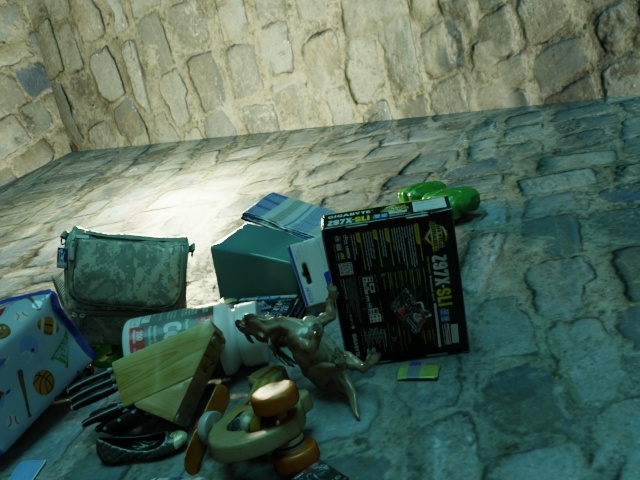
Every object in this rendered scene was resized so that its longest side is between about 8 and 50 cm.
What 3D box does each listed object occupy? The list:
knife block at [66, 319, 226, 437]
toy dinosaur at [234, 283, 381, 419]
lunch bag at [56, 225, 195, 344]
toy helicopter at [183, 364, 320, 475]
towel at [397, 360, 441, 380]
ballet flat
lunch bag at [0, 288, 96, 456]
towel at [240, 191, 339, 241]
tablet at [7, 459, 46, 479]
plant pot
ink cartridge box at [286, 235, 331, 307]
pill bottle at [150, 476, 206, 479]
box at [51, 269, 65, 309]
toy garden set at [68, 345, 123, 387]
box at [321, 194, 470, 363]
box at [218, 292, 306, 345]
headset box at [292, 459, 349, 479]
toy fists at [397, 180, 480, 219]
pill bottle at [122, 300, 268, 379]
[{"bbox_3d":[-0.348,0.259,1.490,0.242,0.088,0.276,19,72,16],"label":"knife block"},{"bbox_3d":[-0.013,0.226,1.485,0.127,0.296,0.200,-22,-18,-49],"label":"toy dinosaur"},{"bbox_3d":[-0.462,0.096,1.803,0.304,0.256,0.213,5,25,-14],"label":"lunch bag"},{"bbox_3d":[-0.126,0.317,1.409,0.234,0.140,0.355,-19,9,6],"label":"toy helicopter"},{"bbox_3d":[0.196,0.259,1.505,0.083,0.010,0.060,-5,22,17],"label":"towel"},{"bbox_3d":[-0.332,0.378,1.409,0.173,0.049,0.057,-11,22,1],"label":"ballet flat"},{"bbox_3d":[-0.745,0.281,1.612,0.385,0.239,0.328,-12,23,33],"label":"lunch bag"},{"bbox_3d":[-0.051,-0.062,2.080,0.284,0.034,0.209,18,28,17],"label":"towel"},{"bbox_3d":[-0.556,0.440,1.424,0.054,0.006,0.083,-7,22,10],"label":"tablet"},{"bbox_3d":[-0.129,0.069,1.955,0.234,0.166,0.165,6,27,32],"label":"plant pot"},{"bbox_3d":[0.092,0.050,1.878,0.332,0.166,0.065,-14,-11,-13],"label":"ink cartridge box"},{"bbox_3d":[-0.246,0.420,1.233,0.120,0.067,0.067,-6,21,14],"label":"pill bottle"},{"bbox_3d":[-0.646,0.162,2.046,0.094,0.113,0.275,-21,22,-22],"label":"box"},{"bbox_3d":[-0.600,0.275,1.812,0.244,0.049,0.204,-2,23,24],"label":"toy garden set"},{"bbox_3d":[0.153,0.089,1.529,0.257,0.322,0.079,-10,22,5],"label":"box"},{"bbox_3d":[-0.163,0.190,1.807,0.220,0.051,0.175,-5,22,17],"label":"box"},{"bbox_3d":[-0.001,0.393,1.225,0.062,0.032,0.083,-25,24,-33],"label":"headset box"},{"bbox_3d":[0.344,-0.117,2.289,0.142,0.096,0.279,-11,17,-28],"label":"toy fists"},{"bbox_3d":[-0.263,0.221,1.623,0.283,0.161,0.161,-11,21,0],"label":"pill bottle"}]
